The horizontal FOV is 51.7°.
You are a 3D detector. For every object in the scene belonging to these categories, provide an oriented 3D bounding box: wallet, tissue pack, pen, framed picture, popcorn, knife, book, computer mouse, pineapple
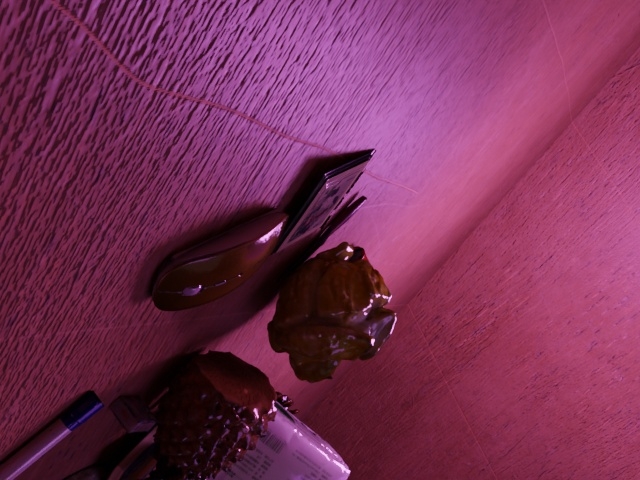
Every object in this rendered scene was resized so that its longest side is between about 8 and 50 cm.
[{"bbox_3d":[0.064,0.088,1.628,0.142,0.045,0.204,-44,165,-2],"label":"wallet"},{"bbox_3d":[-0.150,0.508,1.527,0.266,0.356,0.194,-49,-161,-10],"label":"tissue pack"},{"bbox_3d":[-0.443,0.326,0.991,0.269,0.033,0.033,-40,164,-17],"label":"pen"},{"bbox_3d":[0.007,-0.063,1.115,0.199,0.010,0.195,-53,169,31],"label":"framed picture"},{"bbox_3d":[0.017,0.151,1.326,0.276,0.226,0.276,-9,152,-5],"label":"popcorn"},{"bbox_3d":[0.000,0.000,1.297,0.247,0.018,0.035,-44,170,11],"label":"knife"},{"bbox_3d":[-0.410,0.510,1.486,0.262,0.028,0.374,-40,167,-53],"label":"book"},{"bbox_3d":[-0.330,0.309,1.174,0.035,0.063,0.083,-41,165,-3],"label":"tissue pack"},{"bbox_3d":[-0.135,0.031,0.962,0.245,0.056,0.126,-27,156,-44],"label":"computer mouse"},{"bbox_3d":[-0.248,0.398,1.282,0.357,0.223,0.223,-56,162,13],"label":"pineapple"}]

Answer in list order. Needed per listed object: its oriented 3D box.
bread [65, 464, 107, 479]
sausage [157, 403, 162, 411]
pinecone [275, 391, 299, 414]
[{"bbox_3d":[-0.540,0.556,1.333,0.267,0.040,0.267,-41,164,-14],"label":"bread"},{"bbox_3d":[-0.281,0.304,1.358,0.132,0.024,0.024,-44,165,-4],"label":"sausage"},{"bbox_3d":[-0.170,0.523,1.739,0.246,0.292,0.246,-1,166,0],"label":"pinecone"}]
